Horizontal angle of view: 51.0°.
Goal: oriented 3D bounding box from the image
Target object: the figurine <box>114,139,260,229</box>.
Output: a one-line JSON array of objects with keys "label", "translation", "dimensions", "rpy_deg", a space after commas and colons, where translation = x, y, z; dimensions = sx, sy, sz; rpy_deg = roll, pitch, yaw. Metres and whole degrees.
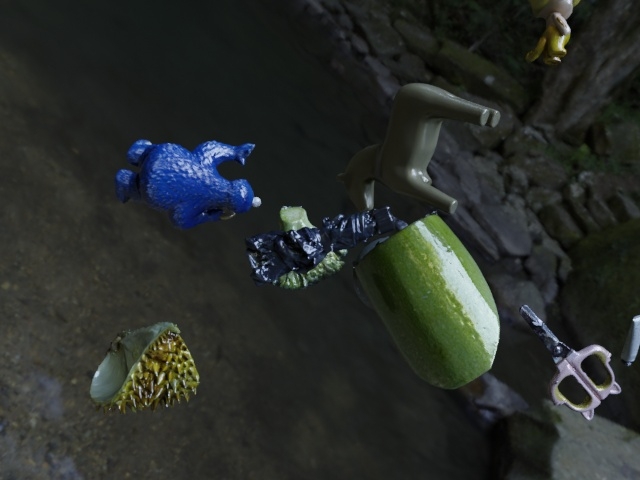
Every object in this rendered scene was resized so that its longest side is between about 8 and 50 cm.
[{"label": "figurine", "translation": [-0.236, -0.102, 1.181], "dimensions": [0.121, 0.262, 0.164], "rpy_deg": [24, 69, -79]}]

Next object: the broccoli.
[{"label": "broccoli", "translation": [-0.052, 0.020, 2.021], "dimensions": [0.288, 0.248, 0.245], "rpy_deg": [-57, 144, -56]}]

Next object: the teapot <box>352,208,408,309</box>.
[{"label": "teapot", "translation": [0.250, 0.070, 1.887], "dimensions": [0.223, 0.305, 0.285], "rpy_deg": [3, 2, -27]}]

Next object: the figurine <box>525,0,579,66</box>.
[{"label": "figurine", "translation": [0.508, -0.508, 1.459], "dimensions": [0.131, 0.246, 0.156], "rpy_deg": [6, -15, 0]}]

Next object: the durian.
[{"label": "durian", "translation": [-0.280, 0.208, 1.077], "dimensions": [0.144, 0.252, 0.139], "rpy_deg": [7, 76, -32]}]

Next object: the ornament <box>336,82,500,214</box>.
[{"label": "ornament", "translation": [0.133, -0.131, 1.048], "dimensions": [0.061, 0.230, 0.245], "rpy_deg": [-6, 28, -45]}]

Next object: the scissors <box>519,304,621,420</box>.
[{"label": "scissors", "translation": [0.501, 0.242, 1.378], "dimensions": [0.317, 0.160, 0.024], "rpy_deg": [46, 2, -18]}]

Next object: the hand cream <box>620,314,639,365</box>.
[{"label": "hand cream", "translation": [0.985, 0.310, 2.111], "dimensions": [0.067, 0.194, 0.042], "rpy_deg": [-9, 31, -18]}]

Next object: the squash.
[{"label": "squash", "translation": [0.188, 0.104, 1.106], "dimensions": [0.260, 0.189, 0.189], "rpy_deg": [57, 23, 13]}]

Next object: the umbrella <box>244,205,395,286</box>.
[{"label": "umbrella", "translation": [0.000, 0.001, 0.971], "dimensions": [0.071, 0.224, 0.080], "rpy_deg": [78, -5, -69]}]
